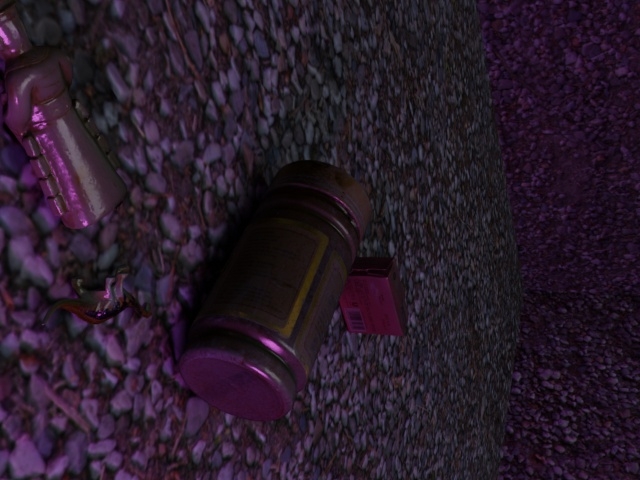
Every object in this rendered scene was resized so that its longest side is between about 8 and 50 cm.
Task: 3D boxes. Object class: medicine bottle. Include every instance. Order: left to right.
[{"bbox_3d":[-0.049,0.055,0.860,0.323,0.151,0.151,-66,146,-40],"label":"medicine bottle"}]

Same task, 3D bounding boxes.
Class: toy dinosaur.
[{"bbox_3d":[-0.210,0.051,0.650,0.180,0.037,0.058,7,80,-66],"label":"toy dinosaur"}]

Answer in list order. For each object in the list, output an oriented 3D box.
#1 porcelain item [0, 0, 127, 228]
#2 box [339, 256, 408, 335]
[{"bbox_3d":[-0.235,-0.114,0.569,0.084,0.054,0.213,-65,146,-46],"label":"porcelain item"},{"bbox_3d":[0.091,0.099,1.210,0.060,0.111,0.156,-63,146,-44],"label":"box"}]
